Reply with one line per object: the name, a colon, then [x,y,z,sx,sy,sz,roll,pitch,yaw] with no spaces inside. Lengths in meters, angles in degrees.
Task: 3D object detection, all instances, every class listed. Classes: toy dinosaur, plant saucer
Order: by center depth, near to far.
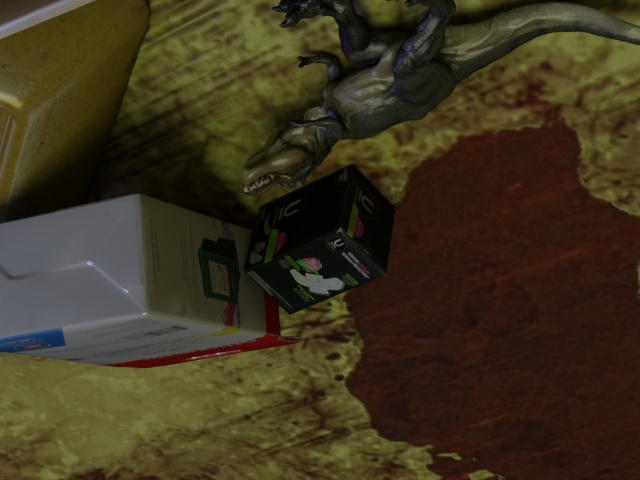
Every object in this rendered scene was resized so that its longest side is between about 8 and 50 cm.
toy dinosaur: [0.048,-0.110,0.897,0.268,0.064,0.118,-21,137,26]
plant saucer: [-0.310,-0.071,0.990,0.332,0.081,0.333,17,137,-9]

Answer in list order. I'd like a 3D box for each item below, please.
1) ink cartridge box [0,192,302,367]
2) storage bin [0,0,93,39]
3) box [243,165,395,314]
ink cartridge box: [-0.117,0.035,1.025,0.134,0.078,0.231,-11,168,21]
storage bin: [-0.238,-0.211,0.709,0.262,0.123,0.260,-16,129,31]
box: [0.000,0.000,1.020,0.083,0.062,0.052,-23,127,31]
